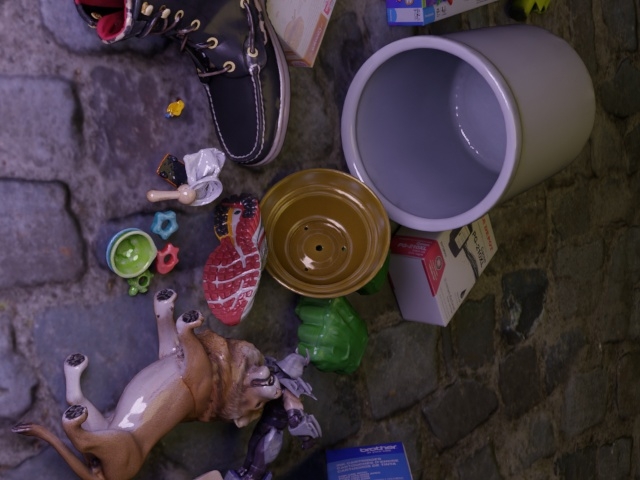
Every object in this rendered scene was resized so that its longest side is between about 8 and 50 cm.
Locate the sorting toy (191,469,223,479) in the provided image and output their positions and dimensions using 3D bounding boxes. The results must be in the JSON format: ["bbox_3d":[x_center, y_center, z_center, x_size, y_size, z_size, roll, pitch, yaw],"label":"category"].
[{"bbox_3d":[-0.211,0.496,1.653,0.255,0.089,0.257,-24,89,-34],"label":"sorting toy"}]

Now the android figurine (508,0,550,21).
[{"bbox_3d":[0.446,-0.600,2.478,0.248,0.056,0.273,51,56,-45],"label":"android figurine"}]

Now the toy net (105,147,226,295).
[{"bbox_3d":[-0.198,-0.027,1.638,0.232,0.045,0.122,-47,131,-15],"label":"toy net"}]

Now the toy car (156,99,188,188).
[{"bbox_3d":[-0.200,-0.133,1.669,0.060,0.040,0.122,15,85,-33],"label":"toy car"}]

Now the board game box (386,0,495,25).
[{"bbox_3d":[0.238,-0.541,2.178,0.347,0.078,0.233,-29,119,-49],"label":"board game box"}]

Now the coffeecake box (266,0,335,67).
[{"bbox_3d":[-0.062,-0.370,1.797,0.185,0.068,0.142,38,65,-50],"label":"coffeecake box"}]

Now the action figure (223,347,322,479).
[{"bbox_3d":[-0.077,0.296,1.826,0.099,0.185,0.285,21,93,-21],"label":"action figure"}]

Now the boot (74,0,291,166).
[{"bbox_3d":[-0.181,-0.279,1.575,0.284,0.138,0.377,-10,97,-53],"label":"boot"}]

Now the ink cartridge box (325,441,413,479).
[{"bbox_3d":[0.095,0.518,1.966,0.395,0.151,0.270,-94,179,-73],"label":"ink cartridge box"}]

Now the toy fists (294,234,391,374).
[{"bbox_3d":[0.031,0.085,1.991,0.142,0.096,0.279,47,56,-56],"label":"toy fists"}]

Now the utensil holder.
[{"bbox_3d":[0.276,-0.213,2.083,0.385,0.328,0.327,-21,113,-53],"label":"utensil holder"}]

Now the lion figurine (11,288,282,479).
[{"bbox_3d":[-0.233,0.231,1.636,0.392,0.142,0.240,-33,130,-31],"label":"lion figurine"}]

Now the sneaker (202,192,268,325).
[{"bbox_3d":[-0.112,0.036,1.740,0.092,0.088,0.225,67,22,-44],"label":"sneaker"}]

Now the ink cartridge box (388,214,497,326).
[{"bbox_3d":[0.231,0.019,2.248,0.237,0.100,0.172,-51,135,-36],"label":"ink cartridge box"}]

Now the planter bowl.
[{"bbox_3d":[0.000,0.000,1.890,0.090,0.217,0.217,100,11,-71],"label":"planter bowl"}]
